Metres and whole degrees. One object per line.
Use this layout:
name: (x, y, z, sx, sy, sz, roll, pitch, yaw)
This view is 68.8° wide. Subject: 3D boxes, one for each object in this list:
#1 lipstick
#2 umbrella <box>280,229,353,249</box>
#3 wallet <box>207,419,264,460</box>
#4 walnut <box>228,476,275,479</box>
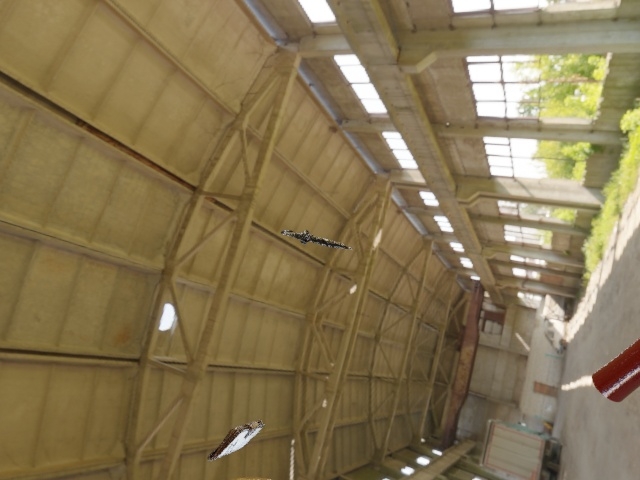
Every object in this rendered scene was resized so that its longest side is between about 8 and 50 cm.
lipstick: (0.691, 0.254, 1.000, 0.080, 0.080, 0.241, -42, -18, -50)
umbrella: (-0.004, 0.001, 0.679, 0.148, 0.022, 0.022, 17, -112, -48)
wallet: (-0.185, 0.452, 1.064, 0.095, 0.026, 0.176, -44, -20, -4)
walnut: (-0.121, 0.508, 0.819, 0.167, 0.207, 0.167, -170, 90, -73)
